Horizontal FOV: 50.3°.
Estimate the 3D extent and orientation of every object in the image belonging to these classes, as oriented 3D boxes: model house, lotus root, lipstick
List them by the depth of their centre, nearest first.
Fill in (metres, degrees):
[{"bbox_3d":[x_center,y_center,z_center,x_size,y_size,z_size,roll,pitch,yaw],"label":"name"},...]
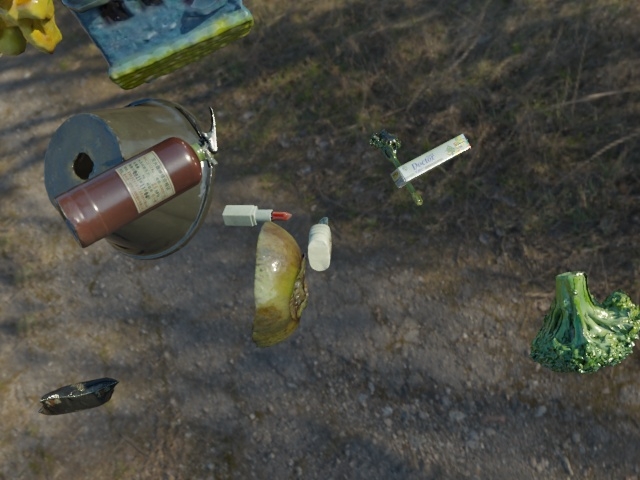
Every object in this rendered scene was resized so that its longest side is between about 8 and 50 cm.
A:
[{"bbox_3d":[-0.241,-0.357,0.986,0.237,0.303,0.216,-25,72,-5],"label":"model house"},{"bbox_3d":[-0.059,0.071,1.089,0.077,0.183,0.204,3,80,4],"label":"lotus root"},{"bbox_3d":[-0.117,-0.046,1.277,0.129,0.030,0.030,0,41,13],"label":"lipstick"}]

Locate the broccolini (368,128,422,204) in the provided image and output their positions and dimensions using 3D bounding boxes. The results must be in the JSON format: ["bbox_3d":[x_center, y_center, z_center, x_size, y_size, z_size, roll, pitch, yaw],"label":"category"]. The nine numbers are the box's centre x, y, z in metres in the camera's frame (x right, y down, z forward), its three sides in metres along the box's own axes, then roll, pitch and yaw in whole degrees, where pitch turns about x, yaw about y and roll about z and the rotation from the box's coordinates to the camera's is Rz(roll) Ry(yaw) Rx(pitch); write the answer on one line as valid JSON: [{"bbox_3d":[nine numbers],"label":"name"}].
[{"bbox_3d":[0.204,-0.188,1.775,0.071,0.057,0.254,-36,60,24],"label":"broccolini"}]

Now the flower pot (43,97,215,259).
[{"bbox_3d":[-0.314,-0.107,1.060,0.268,0.166,0.269,-2,84,26],"label":"flower pot"}]

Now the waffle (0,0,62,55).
[{"bbox_3d":[-0.286,-0.211,0.496,0.219,0.229,0.057,3,67,15],"label":"waffle"}]

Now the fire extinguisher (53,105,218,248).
[{"bbox_3d":[-0.219,-0.088,0.848,0.231,0.099,0.071,-34,11,-19],"label":"fire extinguisher"}]

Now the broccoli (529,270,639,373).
[{"bbox_3d":[0.480,0.143,1.251,0.219,0.194,0.194,-15,43,1],"label":"broccoli"}]

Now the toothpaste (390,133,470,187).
[{"bbox_3d":[0.213,-0.155,1.316,0.164,0.034,0.046,-29,-4,-19],"label":"toothpaste"}]

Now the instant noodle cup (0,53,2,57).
[{"bbox_3d":[-0.664,-0.340,1.154,0.230,0.230,0.182,-22,43,7],"label":"instant noodle cup"}]

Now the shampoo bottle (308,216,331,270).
[{"bbox_3d":[0.000,0.000,1.382,0.045,0.077,0.152,-5,23,4],"label":"shampoo bottle"}]

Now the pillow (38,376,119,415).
[{"bbox_3d":[-0.473,0.307,1.334,0.150,0.090,0.048,-9,51,-29],"label":"pillow"}]
